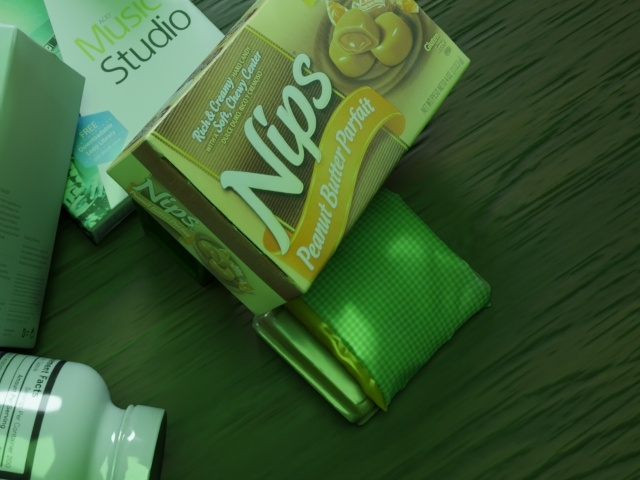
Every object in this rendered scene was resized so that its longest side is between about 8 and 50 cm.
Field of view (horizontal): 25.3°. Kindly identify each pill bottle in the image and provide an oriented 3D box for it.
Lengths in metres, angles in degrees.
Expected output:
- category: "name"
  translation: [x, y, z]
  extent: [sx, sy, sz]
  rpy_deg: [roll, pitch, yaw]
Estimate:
- category: "pill bottle"
  translation: [-0.302, 0.182, 1.228]
  extent: [0.322, 0.181, 0.182]
  rpy_deg: [9, 73, -1]

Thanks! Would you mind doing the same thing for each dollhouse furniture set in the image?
- category: "dollhouse furniture set"
  translation: [0.000, 0.000, 1.312]
  extent: [0.301, 0.151, 0.197]
  rpy_deg: [43, 76, 9]

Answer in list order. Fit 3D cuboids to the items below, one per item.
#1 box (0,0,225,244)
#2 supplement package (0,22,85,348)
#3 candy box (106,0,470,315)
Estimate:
- category: "box"
  translation: [-0.242, -0.187, 1.405]
  extent: [0.232, 0.058, 0.322]
  rpy_deg: [-42, 78, -14]
- category: "supplement package"
  translation: [-0.349, -0.052, 1.250]
  extent: [0.198, 0.199, 0.263]
  rpy_deg: [10, 85, 8]
- category: "candy box"
  translation: [-0.019, -0.111, 1.248]
  extent: [0.183, 0.087, 0.316]
  rpy_deg: [44, 56, -11]
